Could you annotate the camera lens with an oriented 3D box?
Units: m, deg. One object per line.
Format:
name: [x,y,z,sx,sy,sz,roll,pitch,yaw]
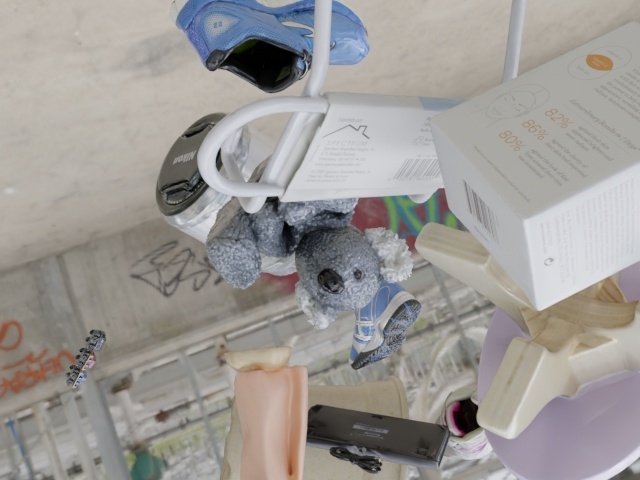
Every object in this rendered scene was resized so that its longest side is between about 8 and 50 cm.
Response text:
camera lens: [-0.136,-0.080,1.297,0.219,0.219,0.274,-27,136,34]

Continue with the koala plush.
koala plush: [0.000,0.000,0.914,0.196,0.221,0.203,-37,-161,14]

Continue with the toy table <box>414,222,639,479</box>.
toy table: [0.214,0.060,0.610,0.252,0.274,0.161,6,154,30]

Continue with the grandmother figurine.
grandmother figurine: [-0.050,0.290,0.779,0.104,0.343,0.208,-7,169,2]

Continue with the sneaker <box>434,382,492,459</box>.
sneaker: [0.232,0.281,1.150,0.111,0.103,0.252,2,147,-23]

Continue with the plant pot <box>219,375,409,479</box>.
plant pot: [-0.025,0.399,1.352,0.305,0.334,0.334,9,166,-7]

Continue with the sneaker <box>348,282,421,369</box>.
sneaker: [0.091,0.131,1.144,0.080,0.081,0.211,-17,149,-33]

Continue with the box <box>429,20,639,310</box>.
box: [0.185,-0.055,0.502,0.170,0.130,0.091,-25,132,-3]

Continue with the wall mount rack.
wall mount rack: [0.058,-0.152,0.633,0.350,0.130,0.304,-5,144,-32]

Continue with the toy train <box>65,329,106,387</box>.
toy train: [-0.448,0.227,1.390,0.036,0.027,0.158,14,125,-36]

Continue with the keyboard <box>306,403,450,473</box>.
keyboard: [0.054,0.238,0.852,0.180,0.023,0.108,4,-163,21]

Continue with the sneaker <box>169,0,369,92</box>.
sneaker: [-0.053,-0.273,1.047,0.330,0.147,0.130,-8,159,-40]
